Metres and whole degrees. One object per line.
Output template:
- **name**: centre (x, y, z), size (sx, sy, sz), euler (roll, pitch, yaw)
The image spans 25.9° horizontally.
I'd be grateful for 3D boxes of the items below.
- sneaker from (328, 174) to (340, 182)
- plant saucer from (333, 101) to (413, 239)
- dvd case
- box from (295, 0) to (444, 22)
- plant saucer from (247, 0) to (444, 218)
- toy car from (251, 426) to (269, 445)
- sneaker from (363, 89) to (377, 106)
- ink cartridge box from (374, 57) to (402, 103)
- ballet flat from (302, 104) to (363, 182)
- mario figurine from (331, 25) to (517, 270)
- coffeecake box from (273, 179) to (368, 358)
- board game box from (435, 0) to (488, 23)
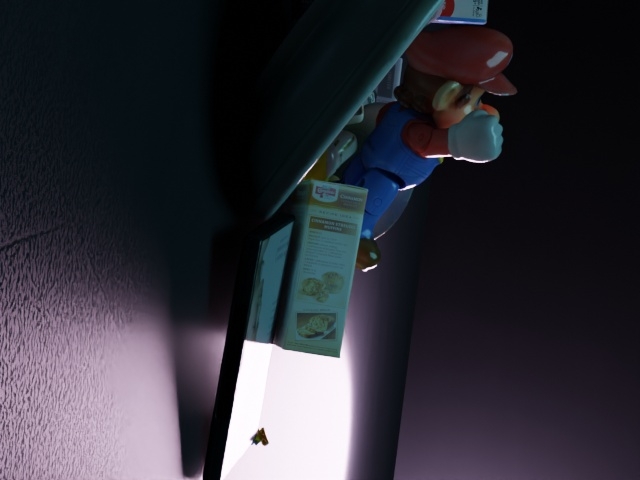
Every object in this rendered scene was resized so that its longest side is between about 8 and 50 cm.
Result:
- **sneaker**: centre (0.000, 0.000, 1.827), size (0.084, 0.069, 0.186), euler (-108, -158, -75)
- **plant saucer**: centre (0.048, -0.093, 1.845), size (0.037, 0.195, 0.195), euler (15, 77, -41)
- **dvd case**: centre (-0.072, 0.105, 1.433), size (0.180, 0.022, 0.253), euler (-43, 144, -78)
- **box**: centre (0.071, -0.345, 1.727), size (0.247, 0.163, 0.142), euler (-54, 148, -74)
- **plant saucer**: centre (0.030, -0.204, 1.428), size (0.400, 0.100, 0.400), euler (-52, -176, 5)
- **toy car**: centre (-0.086, 0.269, 1.545), size (0.040, 0.060, 0.122), euler (17, 52, -38)
- **sneaker**: centre (0.061, -0.151, 2.049), size (0.229, 0.086, 0.132), euler (81, 14, -54)
- **ink cartridge box**: centre (0.079, -0.187, 2.324), size (0.232, 0.066, 0.189), euler (145, -48, -74)
- **ballet flat**: centre (0.013, -0.143, 1.751), size (0.077, 0.077, 0.231), euler (85, 13, -54)
- **mario figurine**: centre (0.132, -0.108, 1.663), size (0.321, 0.198, 0.170), euler (-53, 150, 15)
- **coffeecake box**: centre (-0.009, 0.029, 1.554), size (0.142, 0.068, 0.186), euler (-174, -87, -78)
- **board game box**: centre (0.180, -0.500, 2.219), size (0.308, 0.086, 0.302), euler (-149, -118, -71)
